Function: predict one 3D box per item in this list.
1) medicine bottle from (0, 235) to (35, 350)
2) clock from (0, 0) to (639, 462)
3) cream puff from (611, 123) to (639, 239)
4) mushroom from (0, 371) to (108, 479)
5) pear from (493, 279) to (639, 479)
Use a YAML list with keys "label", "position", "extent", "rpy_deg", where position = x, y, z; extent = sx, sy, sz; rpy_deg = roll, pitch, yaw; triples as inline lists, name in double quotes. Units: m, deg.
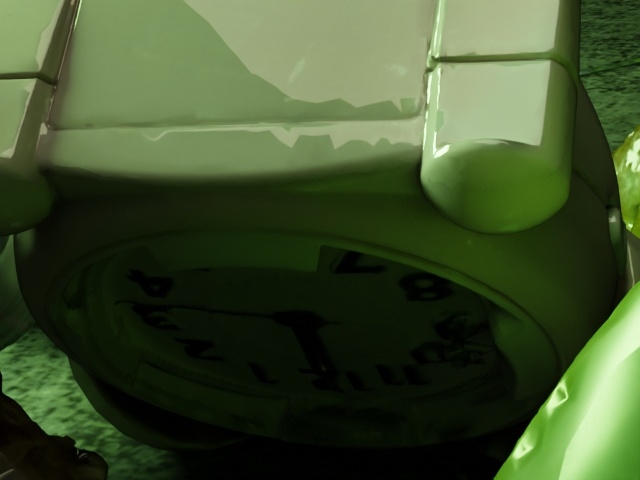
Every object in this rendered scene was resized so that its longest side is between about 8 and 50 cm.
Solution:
- label: "medicine bottle"
  position: [-0.270, -0.035, 0.738]
  extent: [0.179, 0.324, 0.124]
  rpy_deg: [-29, 56, 17]
- label: "clock"
  position: [0.000, 0.000, 0.745]
  extent: [0.342, 0.325, 0.184]
  rpy_deg: [4, 57, 19]
- label: "cream puff"
  position: [0.294, -0.019, 0.900]
  extent: [0.244, 0.196, 0.244]
  rpy_deg: [-28, 0, 0]
- label: "mushroom"
  position: [-0.295, 0.127, 0.577]
  extent: [0.334, 0.331, 0.356]
  rpy_deg: [-41, -7, -3]
- label: "pear"
  position: [0.185, 0.132, 0.431]
  extent: [0.318, 0.342, 0.238]
  rpy_deg: [-18, -24, 31]
